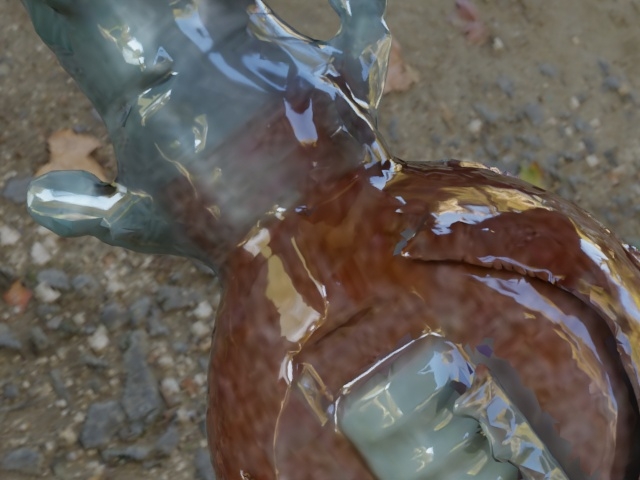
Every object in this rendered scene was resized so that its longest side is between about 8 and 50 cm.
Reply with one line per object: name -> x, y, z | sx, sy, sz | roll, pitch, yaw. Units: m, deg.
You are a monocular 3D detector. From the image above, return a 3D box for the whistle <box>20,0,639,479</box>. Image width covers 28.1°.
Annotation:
whistle -> 0.001, 0.000, 0.381 | 0.346, 0.142, 0.134 | 54, 23, -2
